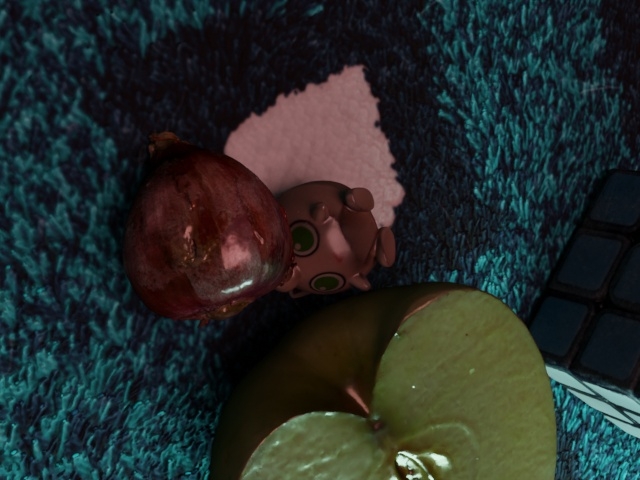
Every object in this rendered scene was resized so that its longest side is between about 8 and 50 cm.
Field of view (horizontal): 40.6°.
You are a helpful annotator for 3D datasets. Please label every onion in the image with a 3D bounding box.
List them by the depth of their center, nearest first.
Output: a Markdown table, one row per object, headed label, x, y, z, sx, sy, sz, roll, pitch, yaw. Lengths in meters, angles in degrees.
| label | x | y | z | sx | sy | sz | roll | pitch | yaw |
| --- | --- | --- | --- | --- | --- | --- | --- | --- | --- |
| onion | -0.116 | -0.021 | 0.811 | 0.159 | 0.159 | 0.194 | -18 | 79 | -29 |

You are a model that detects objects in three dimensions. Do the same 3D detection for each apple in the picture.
| label | x | y | z | sx | sy | sz | roll | pitch | yaw |
| --- | --- | --- | --- | --- | --- | --- | --- | --- | --- |
| apple | 0.076 | 0.239 | 0.895 | 0.360 | 0.320 | 0.311 | 61 | 28 | -32 |

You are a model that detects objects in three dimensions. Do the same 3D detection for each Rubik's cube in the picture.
| label | x | y | z | sx | sy | sz | roll | pitch | yaw |
| --- | --- | --- | --- | --- | --- | --- | --- | --- | --- |
| Rubik's cube | 0.504 | 0.113 | 1.128 | 0.304 | 0.301 | 0.305 | 33 | 80 | -32 |

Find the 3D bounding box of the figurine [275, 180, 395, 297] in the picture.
| label | x | y | z | sx | sy | sz | roll | pitch | yaw |
| --- | --- | --- | --- | --- | --- | --- | --- | --- | --- |
| figurine | 0.000 | 0.000 | 0.892 | 0.125 | 0.138 | 0.125 | 44 | 37 | -48 |
